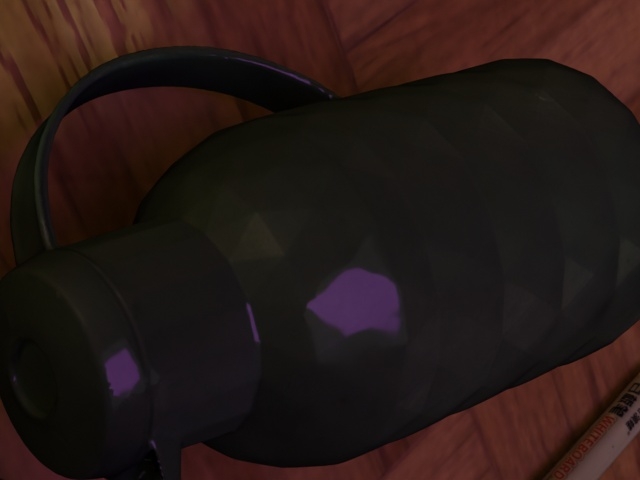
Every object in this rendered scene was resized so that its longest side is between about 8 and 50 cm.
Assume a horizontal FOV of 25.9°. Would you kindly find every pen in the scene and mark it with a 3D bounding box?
[{"bbox_3d":[0.169,0.115,0.817,0.218,0.026,0.026,-38,121,-34],"label":"pen"}]

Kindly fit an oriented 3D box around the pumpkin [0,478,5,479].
[{"bbox_3d":[-0.136,0.222,0.389,0.332,0.199,0.332,-1,92,-38],"label":"pumpkin"}]

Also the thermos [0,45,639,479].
[{"bbox_3d":[0.000,0.000,0.566,0.287,0.145,0.182,-15,74,-41],"label":"thermos"}]
